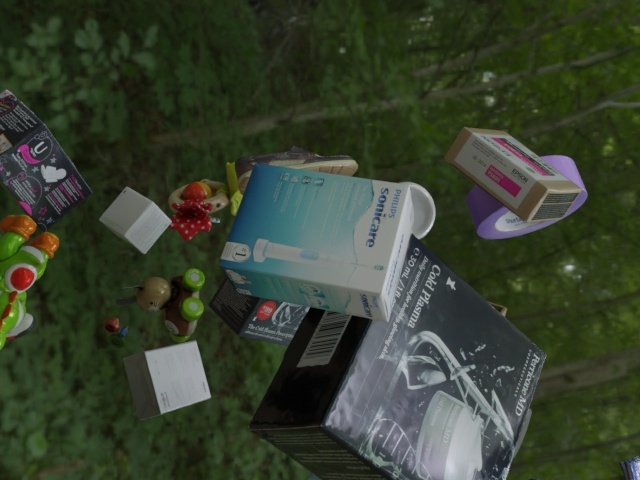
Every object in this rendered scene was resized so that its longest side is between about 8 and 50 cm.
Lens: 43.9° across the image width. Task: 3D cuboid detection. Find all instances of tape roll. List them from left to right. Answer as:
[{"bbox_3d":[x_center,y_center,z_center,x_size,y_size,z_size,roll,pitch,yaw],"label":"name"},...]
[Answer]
[{"bbox_3d":[0.497,-0.100,1.924,0.275,0.274,0.090,121,-44,-60],"label":"tape roll"}]

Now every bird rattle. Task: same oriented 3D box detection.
[{"bbox_3d":[-0.304,-0.095,2.056,0.207,0.253,0.143,19,-44,45],"label":"bird rattle"}]

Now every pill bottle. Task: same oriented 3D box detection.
[{"bbox_3d":[0.191,-0.075,2.191,0.278,0.162,0.162,180,-93,-73],"label":"pill bottle"}]

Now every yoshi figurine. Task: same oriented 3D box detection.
[{"bbox_3d":[-0.820,0.126,2.030,0.203,0.203,0.362,109,-6,-57],"label":"yoshi figurine"}]

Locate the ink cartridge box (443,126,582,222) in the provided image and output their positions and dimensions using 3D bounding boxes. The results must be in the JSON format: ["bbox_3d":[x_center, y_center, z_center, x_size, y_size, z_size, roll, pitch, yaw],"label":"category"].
[{"bbox_3d":[0.409,-0.141,1.680,0.234,0.193,0.088,44,-63,27],"label":"ink cartridge box"}]

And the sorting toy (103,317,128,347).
[{"bbox_3d":[-0.581,0.259,2.276,0.042,0.061,0.102,-66,149,-51],"label":"sorting toy"}]

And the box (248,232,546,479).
[{"bbox_3d":[0.184,0.328,1.747,0.297,0.471,0.480,-19,-143,53],"label":"box"}]

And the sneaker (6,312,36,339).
[{"bbox_3d":[-0.944,0.198,2.214,0.145,0.270,0.090,86,10,-45],"label":"sneaker"}]

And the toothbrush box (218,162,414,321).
[{"bbox_3d":[0.000,0.000,1.410,0.126,0.295,0.216,69,33,-60],"label":"toothbrush box"}]

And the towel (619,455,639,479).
[{"bbox_3d":[0.787,0.540,1.668,0.040,0.336,0.243,-36,-114,61],"label":"towel"}]

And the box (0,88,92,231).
[{"bbox_3d":[-0.624,-0.169,1.687,0.163,0.142,0.247,39,-19,28],"label":"box"}]

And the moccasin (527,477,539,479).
[{"bbox_3d":[0.469,0.612,1.851,0.137,0.342,0.117,-28,-121,21],"label":"moccasin"}]

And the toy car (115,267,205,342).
[{"bbox_3d":[-0.380,0.143,1.852,0.155,0.188,0.149,125,-31,-53],"label":"toy car"}]

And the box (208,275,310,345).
[{"bbox_3d":[-0.120,0.152,2.510,0.179,0.343,0.313,37,-79,38],"label":"box"}]

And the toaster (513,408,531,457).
[{"bbox_3d":[0.502,0.525,2.287,0.110,0.185,0.168,-146,-103,-77],"label":"toaster"}]

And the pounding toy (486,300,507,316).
[{"bbox_3d":[0.509,0.251,2.543,0.141,0.130,0.100,18,-72,22],"label":"pounding toy"}]

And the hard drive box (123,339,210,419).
[{"bbox_3d":[-0.435,0.396,2.272,0.089,0.232,0.181,-20,-99,28],"label":"hard drive box"}]

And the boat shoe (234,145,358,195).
[{"bbox_3d":[-0.054,-0.165,1.762,0.103,0.285,0.092,116,-42,-57],"label":"boat shoe"}]

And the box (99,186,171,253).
[{"bbox_3d":[-0.411,-0.045,1.766,0.101,0.102,0.087,29,-16,34],"label":"box"}]

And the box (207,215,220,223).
[{"bbox_3d":[-0.360,-0.062,2.449,0.083,0.067,0.018,-1,-96,38],"label":"box"}]

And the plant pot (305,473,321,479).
[{"bbox_3d":[0.045,0.792,2.190,0.247,0.252,0.247,6,-73,38],"label":"plant pot"}]
